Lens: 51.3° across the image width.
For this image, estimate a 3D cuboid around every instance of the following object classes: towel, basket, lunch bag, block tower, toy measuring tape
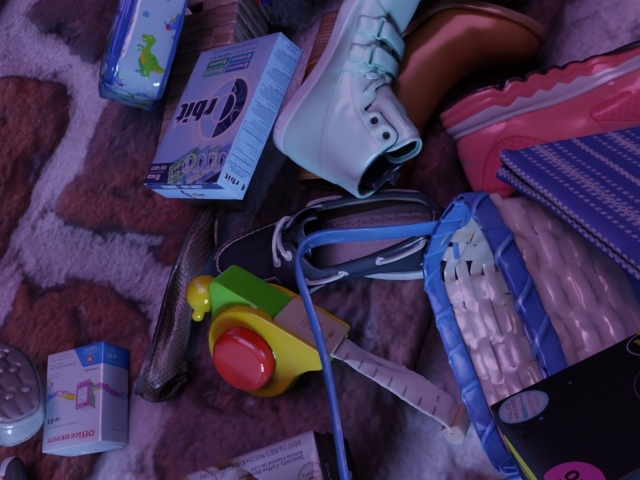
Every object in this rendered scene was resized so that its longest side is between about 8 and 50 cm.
[{"bbox_3d":[0.340,-0.035,0.516,0.336,0.040,0.243,-12,34,-15],"label":"towel"},{"bbox_3d":[0.137,0.089,0.574,0.289,0.201,0.255,-6,62,-12],"label":"basket"},{"bbox_3d":[-0.240,-0.274,0.906,0.219,0.090,0.176,-163,90,-71],"label":"lunch bag"},{"bbox_3d":[-0.142,-0.205,0.905,0.097,0.091,0.335,-6,66,22],"label":"block tower"},{"bbox_3d":[-0.009,0.138,0.707,0.330,0.121,0.121,29,82,13],"label":"toy measuring tape"}]

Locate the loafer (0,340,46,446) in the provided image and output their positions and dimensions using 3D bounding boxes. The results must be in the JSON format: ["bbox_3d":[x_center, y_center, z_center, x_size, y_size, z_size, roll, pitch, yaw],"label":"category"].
[{"bbox_3d":[-0.452,0.185,0.862,0.319,0.112,0.111,21,118,39],"label":"loafer"}]

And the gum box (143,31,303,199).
[{"bbox_3d":[-0.114,-0.137,0.758,0.157,0.041,0.184,5,69,47],"label":"gum box"}]

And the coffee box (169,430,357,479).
[{"bbox_3d":[-0.082,0.297,0.658,0.246,0.098,0.141,-23,61,14],"label":"coffee box"}]

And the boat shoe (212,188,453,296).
[{"bbox_3d":[0.000,0.000,0.753,0.302,0.091,0.114,-13,64,18],"label":"boat shoe"}]

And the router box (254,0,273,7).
[{"bbox_3d":[-0.031,-0.502,0.932,0.335,0.082,0.301,-33,58,-12],"label":"router box"}]

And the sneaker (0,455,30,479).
[{"bbox_3d":[-0.340,0.328,0.795,0.065,0.061,0.158,-18,60,-15],"label":"sneaker"}]

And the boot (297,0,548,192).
[{"bbox_3d":[0.106,-0.157,0.771,0.283,0.109,0.220,6,79,14],"label":"boot"}]

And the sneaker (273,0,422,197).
[{"bbox_3d":[0.073,-0.166,0.689,0.151,0.094,0.256,39,105,28],"label":"sneaker"}]

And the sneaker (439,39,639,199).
[{"bbox_3d":[0.289,-0.123,0.690,0.314,0.116,0.136,-15,97,7],"label":"sneaker"}]

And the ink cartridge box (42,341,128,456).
[{"bbox_3d":[-0.287,0.196,0.819,0.088,0.052,0.122,-16,65,17],"label":"ink cartridge box"}]

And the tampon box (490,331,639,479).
[{"bbox_3d":[0.210,0.130,0.404,0.161,0.120,0.101,-27,102,-1],"label":"tampon box"}]

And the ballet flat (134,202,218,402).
[{"bbox_3d":[-0.163,0.075,0.815,0.058,0.084,0.250,17,71,-10],"label":"ballet flat"}]
